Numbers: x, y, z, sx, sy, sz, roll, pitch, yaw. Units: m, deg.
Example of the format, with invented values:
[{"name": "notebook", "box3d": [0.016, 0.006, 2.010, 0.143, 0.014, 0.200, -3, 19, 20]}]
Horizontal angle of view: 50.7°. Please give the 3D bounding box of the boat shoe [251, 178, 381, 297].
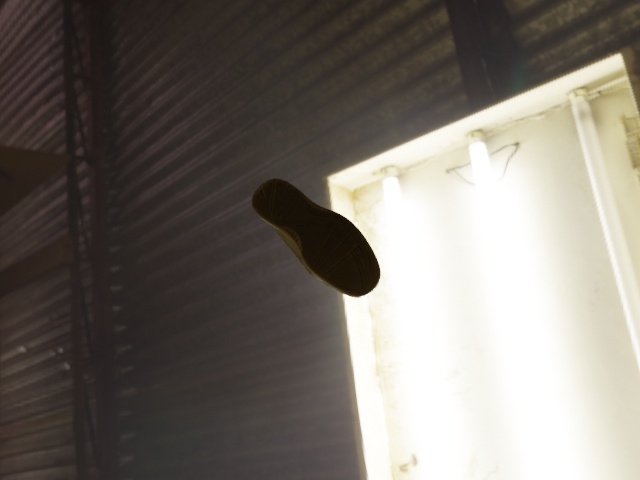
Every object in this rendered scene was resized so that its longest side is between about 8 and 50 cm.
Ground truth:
[{"name": "boat shoe", "box3d": [-0.002, 0.001, 0.607, 0.153, 0.048, 0.056, 37, -100, 30]}]
